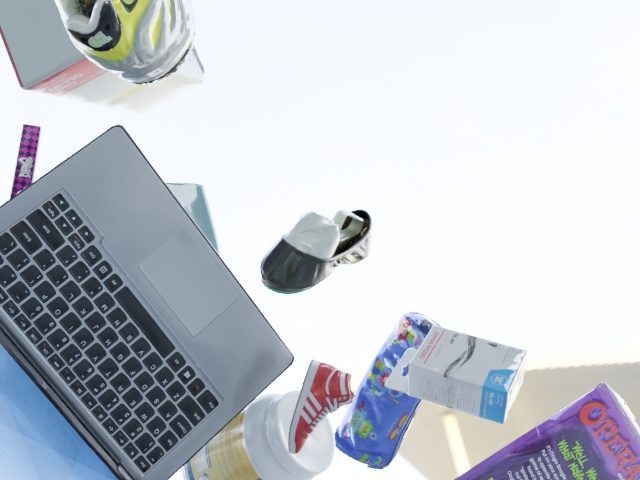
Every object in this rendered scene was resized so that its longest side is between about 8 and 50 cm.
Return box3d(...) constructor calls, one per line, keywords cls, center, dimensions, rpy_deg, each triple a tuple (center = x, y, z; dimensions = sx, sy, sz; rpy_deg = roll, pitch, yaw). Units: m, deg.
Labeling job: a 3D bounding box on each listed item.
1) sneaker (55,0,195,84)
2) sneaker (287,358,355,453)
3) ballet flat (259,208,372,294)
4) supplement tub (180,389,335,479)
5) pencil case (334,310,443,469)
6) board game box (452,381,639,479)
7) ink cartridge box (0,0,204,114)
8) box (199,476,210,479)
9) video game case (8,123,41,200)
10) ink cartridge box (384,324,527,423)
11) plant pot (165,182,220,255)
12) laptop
box3d(cls="sneaker", center=(-0.229, -0.356, 0.877), dimensions=(0.145, 0.384, 0.147), rpy_deg=(-20, -5, 13))
box3d(cls="sneaker", center=(0.003, 0.212, 1.070), dimensions=(0.067, 0.118, 0.042), rpy_deg=(15, -10, 9))
box3d(cls="ballet flat", center=(0.000, 0.000, 1.287), dimensions=(0.280, 0.095, 0.096), rpy_deg=(-24, -42, -62))
box3d(cls="supplement tub", center=(-0.092, 0.309, 1.267), dimensions=(0.200, 0.144, 0.144), rpy_deg=(-30, -39, 32))
box3d(cls="pencil case", center=(0.140, 0.278, 1.593), dimensions=(0.119, 0.133, 0.306), rpy_deg=(21, -79, -45))
box3d(cls="board game box", center=(0.190, 0.284, 0.570), dimensions=(0.208, 0.346, 0.056), rpy_deg=(-41, -52, 18))
box3d(cls="ink cartridge box", center=(-0.389, -0.388, 1.504), dimensions=(0.160, 0.279, 0.385), rpy_deg=(-25, -5, 17))
box3d(cls="box", center=(-0.091, 0.475, 1.229), dimensions=(0.232, 0.058, 0.322), rpy_deg=(29, -35, 13))
box3d(cls="video game case", center=(-0.575, -0.070, 1.656), dimensions=(0.042, 0.232, 0.210), rpy_deg=(9, -40, -19))
box3d(cls="ink cartridge box", center=(0.193, 0.184, 1.241), dimensions=(0.180, 0.104, 0.060), rpy_deg=(14, -55, 22))
box3d(cls="plant pot", center=(-0.293, 0.078, 1.377), dimensions=(0.248, 0.252, 0.247), rpy_deg=(0, -44, -34))
box3d(cls="laptop", center=(-0.232, 0.128, 0.925), dimensions=(0.408, 0.236, 0.382), rpy_deg=(-41, -74, -22))
